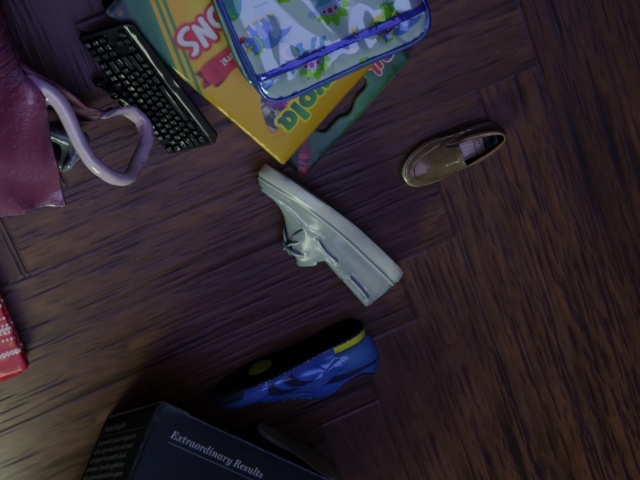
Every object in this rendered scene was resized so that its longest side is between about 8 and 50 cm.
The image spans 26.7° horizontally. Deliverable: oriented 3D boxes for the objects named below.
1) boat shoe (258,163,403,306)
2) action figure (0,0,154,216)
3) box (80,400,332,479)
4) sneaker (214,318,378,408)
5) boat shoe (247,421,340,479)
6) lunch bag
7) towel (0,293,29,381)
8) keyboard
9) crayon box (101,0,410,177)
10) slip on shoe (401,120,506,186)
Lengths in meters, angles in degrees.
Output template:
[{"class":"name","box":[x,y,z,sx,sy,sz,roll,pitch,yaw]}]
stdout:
[{"class":"boat shoe","box":[0.000,0.000,1.610,0.227,0.079,0.081,40,91,-24]},{"class":"action figure","box":[-0.351,-0.179,1.358,0.275,0.248,0.370,-2,129,9]},{"class":"box","box":[-0.162,0.427,1.549,0.293,0.212,0.395,28,68,-19]},{"class":"sneaker","box":[-0.025,0.174,1.665,0.209,0.069,0.082,-23,114,-5]},{"class":"boat shoe","box":[-0.035,0.279,1.707,0.133,0.049,0.042,32,103,-17]},{"class":"lunch bag","box":[0.000,-0.256,1.441,0.219,0.090,0.176,-22,113,-5]},{"class":"towel","box":[-0.472,0.064,1.549,0.199,0.031,0.275,-19,108,-4]},{"class":"keyboard","box":[-0.202,-0.166,1.507,0.180,0.108,0.023,55,47,-34]},{"class":"crayon box","box":[-0.060,-0.234,1.523,0.318,0.081,0.202,39,95,-21]},{"class":"slip on shoe","box":[0.163,-0.103,1.635,0.135,0.041,0.051,-22,110,-5]}]
